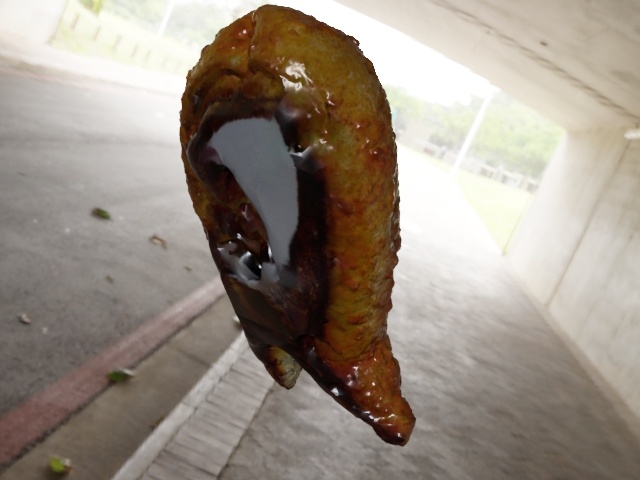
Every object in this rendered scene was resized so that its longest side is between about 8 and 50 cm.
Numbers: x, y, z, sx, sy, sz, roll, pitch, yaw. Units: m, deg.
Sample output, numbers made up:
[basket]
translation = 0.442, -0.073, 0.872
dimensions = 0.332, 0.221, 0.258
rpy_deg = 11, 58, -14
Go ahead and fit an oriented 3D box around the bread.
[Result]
[bread]
translation = -0.006, -0.005, 0.484
dimensions = 0.139, 0.095, 0.268
rpy_deg = 26, -36, 39
